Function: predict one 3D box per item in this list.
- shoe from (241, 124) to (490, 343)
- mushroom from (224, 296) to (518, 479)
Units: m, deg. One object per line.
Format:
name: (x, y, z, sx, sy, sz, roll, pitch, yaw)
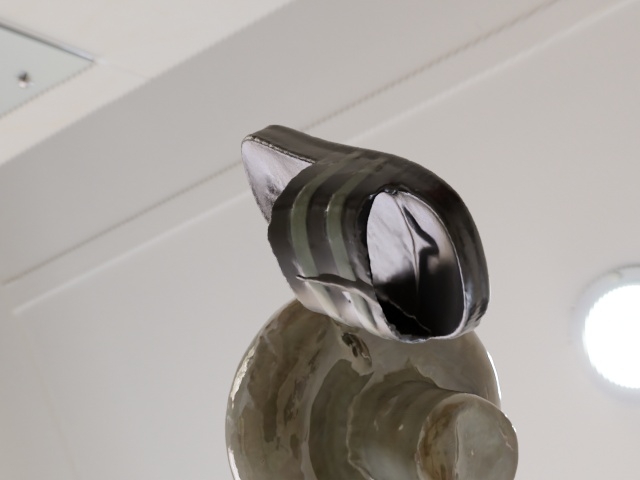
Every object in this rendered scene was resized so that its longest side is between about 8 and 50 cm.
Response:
shoe: (0.000, 0.000, 0.512, 0.049, 0.179, 0.071, -26, -64, -20)
mushroom: (0.055, 0.143, 1.023, 0.243, 0.243, 0.244, -1, -94, 19)
